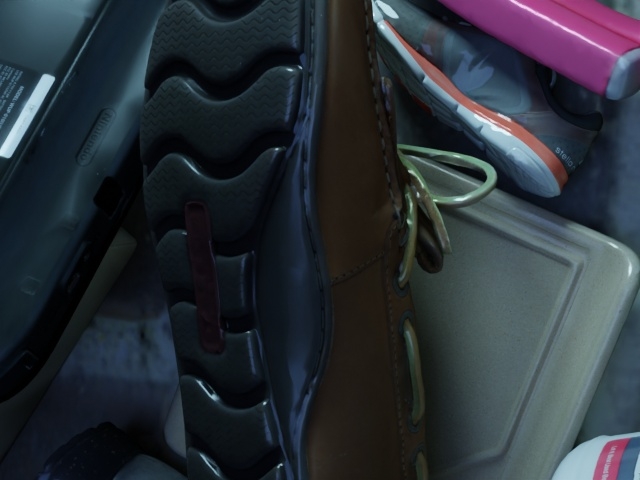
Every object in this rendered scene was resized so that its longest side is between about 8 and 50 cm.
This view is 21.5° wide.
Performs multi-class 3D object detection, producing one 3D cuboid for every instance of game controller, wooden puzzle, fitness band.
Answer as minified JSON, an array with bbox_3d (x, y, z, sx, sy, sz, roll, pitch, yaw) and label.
[{"bbox_3d":[-0.171,-0.066,0.938,0.166,0.067,0.319,17,68,25],"label":"game controller"},{"bbox_3d":[0.040,0.063,0.944,0.238,0.044,0.221,26,104,25],"label":"wooden puzzle"},{"bbox_3d":[0.126,-0.194,0.828,0.291,0.054,0.209,35,129,26],"label":"fitness band"}]

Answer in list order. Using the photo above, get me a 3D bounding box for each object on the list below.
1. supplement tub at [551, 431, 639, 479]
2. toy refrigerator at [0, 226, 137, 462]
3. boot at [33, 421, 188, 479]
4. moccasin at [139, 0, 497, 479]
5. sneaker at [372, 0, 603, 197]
[{"bbox_3d":[0.252,0.169,0.773,0.272,0.191,0.191,-11,89,24],"label":"supplement tub"},{"bbox_3d":[-0.234,0.083,1.028,0.094,0.102,0.269,40,108,17],"label":"toy refrigerator"},{"bbox_3d":[-0.118,0.297,0.988,0.222,0.118,0.338,31,108,14],"label":"boot"},{"bbox_3d":[0.002,0.000,0.867,0.139,0.147,0.380,-5,94,44],"label":"moccasin"},{"bbox_3d":[0.087,-0.092,0.911,0.158,0.061,0.065,43,85,12],"label":"sneaker"}]
